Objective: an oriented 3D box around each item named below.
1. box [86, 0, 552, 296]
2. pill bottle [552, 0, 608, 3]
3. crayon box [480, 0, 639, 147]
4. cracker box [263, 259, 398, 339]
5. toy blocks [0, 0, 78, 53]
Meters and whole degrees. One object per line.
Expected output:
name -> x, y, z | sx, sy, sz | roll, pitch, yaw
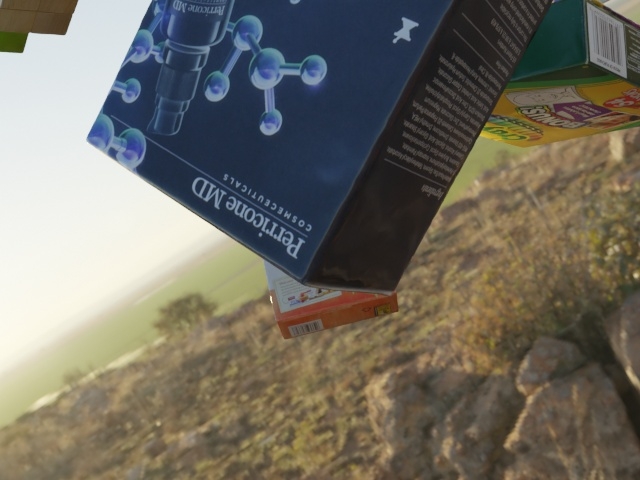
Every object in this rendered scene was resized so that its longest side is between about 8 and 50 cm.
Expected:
box -> 0.010, -0.189, 0.855 | 0.395, 0.294, 0.212 | -63, -26, 8
pill bottle -> 0.361, -0.455, 1.270 | 0.124, 0.221, 0.124 | -21, 24, 10
crayon box -> 0.352, -0.240, 1.345 | 0.313, 0.106, 0.363 | -9, -11, 44
cracker box -> 0.000, 0.000, 1.155 | 0.156, 0.232, 0.067 | -13, -29, 1
toy blocks -> -0.359, -0.454, 1.103 | 0.191, 0.260, 0.381 | -3, -23, -30
